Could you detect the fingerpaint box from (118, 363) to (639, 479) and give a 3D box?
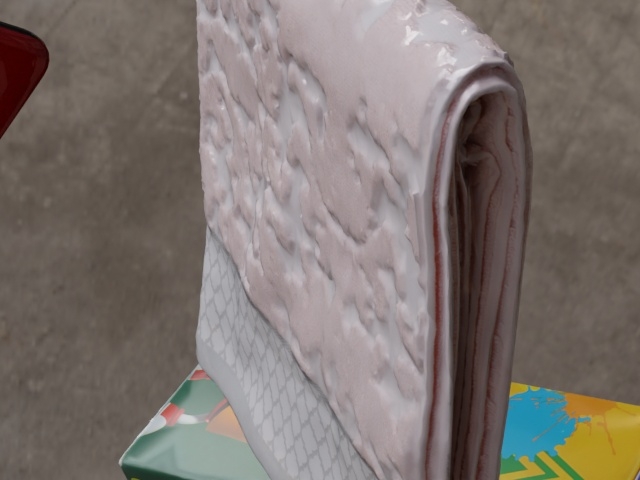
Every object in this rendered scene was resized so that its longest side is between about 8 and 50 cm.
[{"bbox_3d":[0.100,0.305,1.159,0.371,0.445,0.163,9,43,35],"label":"fingerpaint box"}]

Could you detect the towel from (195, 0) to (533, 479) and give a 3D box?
[{"bbox_3d":[0.000,0.000,0.751,0.053,0.317,0.332,-9,30,-19],"label":"towel"}]

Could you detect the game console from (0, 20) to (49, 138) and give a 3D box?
[{"bbox_3d":[-0.178,-0.059,0.487,0.144,0.085,0.124,16,13,-33],"label":"game console"}]
